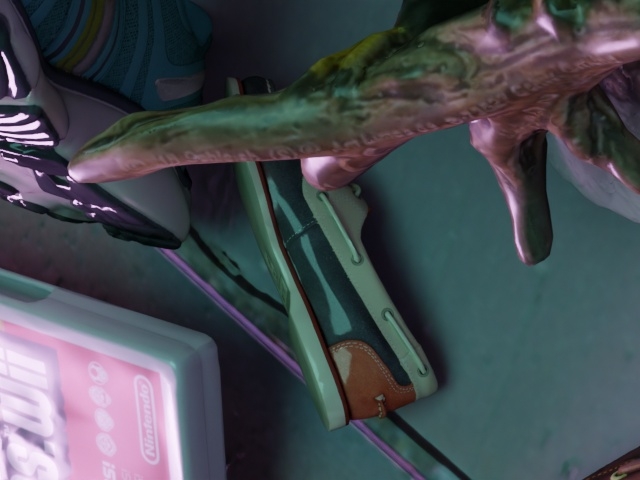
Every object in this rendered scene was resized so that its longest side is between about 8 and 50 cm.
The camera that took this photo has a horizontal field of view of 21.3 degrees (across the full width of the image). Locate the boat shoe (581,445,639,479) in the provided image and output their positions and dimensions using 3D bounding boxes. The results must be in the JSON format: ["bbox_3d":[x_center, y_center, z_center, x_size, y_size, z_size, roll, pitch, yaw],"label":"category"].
[{"bbox_3d":[0.082,0.113,0.542,0.207,0.073,0.073,-44,69,31],"label":"boat shoe"}]

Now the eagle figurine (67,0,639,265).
[{"bbox_3d":[0.061,-0.161,0.499,0.226,0.225,0.298,10,63,-3],"label":"eagle figurine"}]

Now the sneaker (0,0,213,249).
[{"bbox_3d":[-0.105,-0.084,0.553,0.107,0.275,0.110,14,79,17],"label":"sneaker"}]

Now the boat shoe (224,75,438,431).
[{"bbox_3d":[0.000,0.000,0.615,0.043,0.049,0.137,-19,75,-7],"label":"boat shoe"}]

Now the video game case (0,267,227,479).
[{"bbox_3d":[-0.153,0.098,0.704,0.285,0.025,0.204,15,119,34],"label":"video game case"}]
